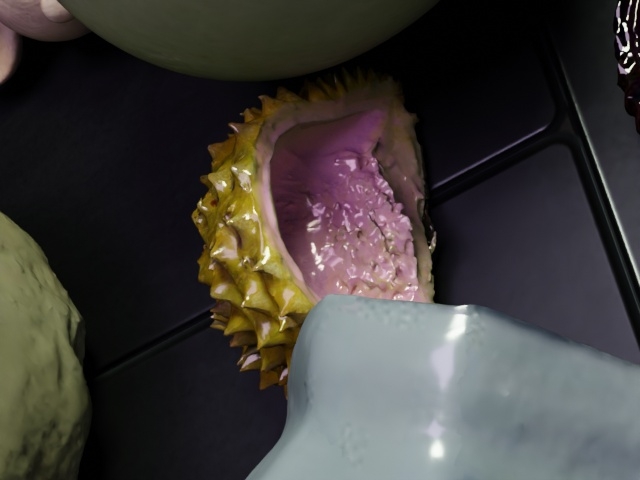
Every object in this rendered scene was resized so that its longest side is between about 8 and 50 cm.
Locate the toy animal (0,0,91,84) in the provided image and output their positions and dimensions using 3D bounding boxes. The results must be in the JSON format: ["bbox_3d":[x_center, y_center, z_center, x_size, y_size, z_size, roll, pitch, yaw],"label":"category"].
[{"bbox_3d":[-0.177,-0.172,0.939,0.212,0.124,0.124,-22,62,25],"label":"toy animal"}]

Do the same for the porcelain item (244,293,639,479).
[{"bbox_3d":[0.029,0.235,0.564,0.178,0.242,0.405,-6,67,61],"label":"porcelain item"}]

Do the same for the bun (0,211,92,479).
[{"bbox_3d":[-0.296,0.122,0.858,0.359,0.211,0.360,-7,66,17],"label":"bun"}]

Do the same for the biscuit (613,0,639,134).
[{"bbox_3d":[0.222,-0.102,0.660,0.194,0.053,0.195,-13,67,33],"label":"biscuit"}]

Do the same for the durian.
[{"bbox_3d":[0.000,0.002,0.768,0.132,0.165,0.182,-8,91,-8],"label":"durian"}]

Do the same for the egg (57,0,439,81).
[{"bbox_3d":[-0.029,-0.227,0.701,0.336,0.278,0.278,134,145,-73],"label":"egg"}]
